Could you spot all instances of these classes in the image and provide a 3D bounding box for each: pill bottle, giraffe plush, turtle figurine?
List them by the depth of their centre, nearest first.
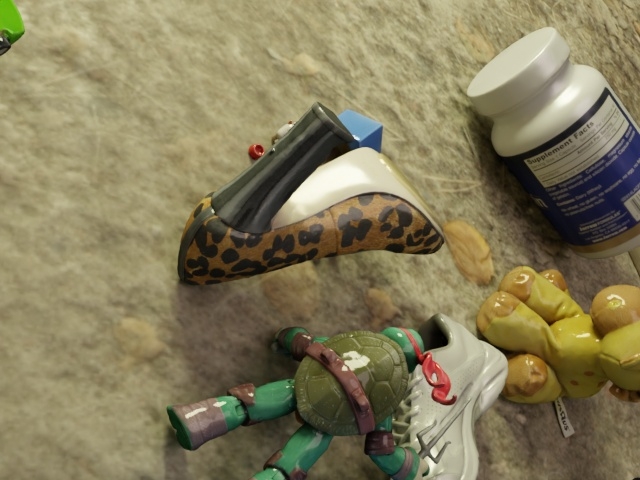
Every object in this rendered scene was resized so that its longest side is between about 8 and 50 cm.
[{"bbox_3d":[0.008,0.127,0.602,0.234,0.118,0.175,-25,57,-25],"label":"turtle figurine"},{"bbox_3d":[0.304,0.116,0.823,0.181,0.171,0.210,-37,99,-41],"label":"giraffe plush"},{"bbox_3d":[0.307,-0.118,0.919,0.264,0.153,0.153,49,51,-15],"label":"pill bottle"}]

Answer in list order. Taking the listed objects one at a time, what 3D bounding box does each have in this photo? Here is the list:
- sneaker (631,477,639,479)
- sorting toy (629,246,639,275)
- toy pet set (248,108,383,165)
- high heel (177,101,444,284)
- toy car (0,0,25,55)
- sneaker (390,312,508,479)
[{"bbox_3d":[0.338,0.399,0.811,0.099,0.153,0.282,20,95,-48],"label":"sneaker"},{"bbox_3d":[0.579,0.006,1.137,0.256,0.089,0.257,-27,92,-41],"label":"sorting toy"},{"bbox_3d":[0.013,-0.071,0.725,0.114,0.065,0.122,-40,101,-40],"label":"toy pet set"},{"bbox_3d":[0.000,0.000,0.681,0.261,0.186,0.093,33,19,-50],"label":"high heel"},{"bbox_3d":[-0.302,-0.113,0.495,0.225,0.053,0.239,-41,102,-40],"label":"toy car"},{"bbox_3d":[0.093,0.163,0.706,0.115,0.090,0.232,43,44,-11],"label":"sneaker"}]
